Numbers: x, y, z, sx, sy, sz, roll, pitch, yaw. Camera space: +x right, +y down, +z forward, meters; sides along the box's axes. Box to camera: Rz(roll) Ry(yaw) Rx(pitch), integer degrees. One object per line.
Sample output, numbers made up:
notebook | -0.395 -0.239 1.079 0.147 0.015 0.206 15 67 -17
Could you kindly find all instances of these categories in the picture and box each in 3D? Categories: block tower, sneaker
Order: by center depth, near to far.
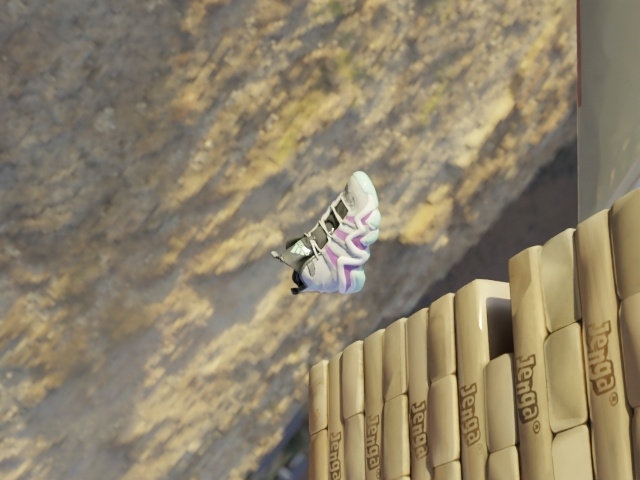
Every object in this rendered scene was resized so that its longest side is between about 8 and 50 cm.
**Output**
block tower | 0.097 0.053 0.369 0.335 0.091 0.097 140 -47 -58
sneaker | 0.000 0.000 0.793 0.069 0.038 0.098 -7 127 -21

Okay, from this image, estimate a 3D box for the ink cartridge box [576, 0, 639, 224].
ink cartridge box | 0.384 -0.094 0.810 0.160 0.385 0.279 112 -11 -50
